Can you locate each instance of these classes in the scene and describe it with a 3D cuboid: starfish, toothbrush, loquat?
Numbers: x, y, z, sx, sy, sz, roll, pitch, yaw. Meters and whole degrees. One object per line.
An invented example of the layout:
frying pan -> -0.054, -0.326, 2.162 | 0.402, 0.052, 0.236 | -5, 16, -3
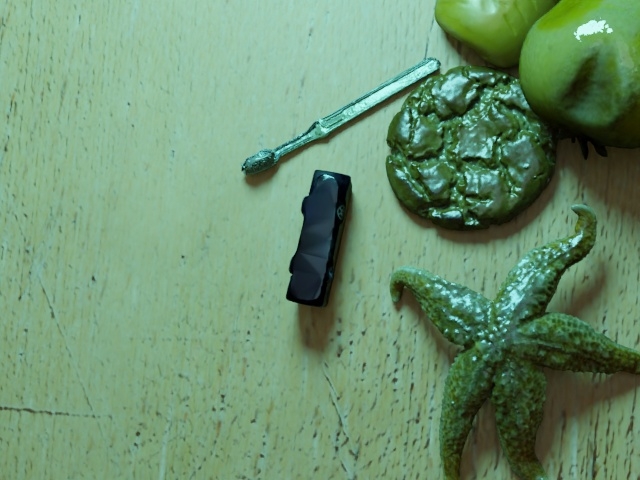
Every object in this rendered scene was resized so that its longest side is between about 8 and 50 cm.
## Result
starfish -> 0.224, 0.121, 1.480 | 0.327, 0.094, 0.375 | 38, 93, 11
toothbrush -> 0.026, -0.161, 1.596 | 0.294, 0.028, 0.026 | -29, 78, -2
loquat -> 0.341, -0.200, 1.459 | 0.213, 0.213, 0.213 | -2, 80, 9

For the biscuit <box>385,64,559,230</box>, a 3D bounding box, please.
biscuit -> 0.189, -0.119, 1.553 | 0.225, 0.042, 0.226 | -2, 81, 10

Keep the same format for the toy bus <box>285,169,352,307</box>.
toy bus -> 0.000, 0.000, 1.546 | 0.057, 0.072, 0.172 | 11, 80, 9

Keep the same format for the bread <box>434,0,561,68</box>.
bread -> 0.276, -0.365, 1.559 | 0.142, 0.091, 0.305 | 38, 89, 8
